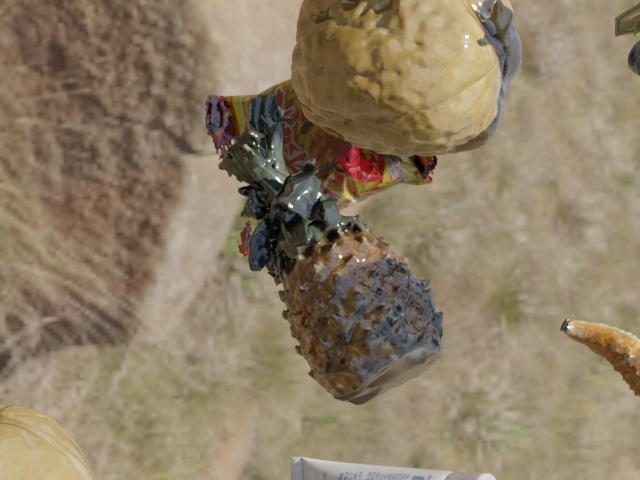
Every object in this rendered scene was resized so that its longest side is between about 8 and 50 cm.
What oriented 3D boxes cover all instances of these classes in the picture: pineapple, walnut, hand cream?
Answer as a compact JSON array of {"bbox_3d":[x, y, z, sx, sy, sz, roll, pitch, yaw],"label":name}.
[{"bbox_3d":[0.000,0.000,1.449,0.310,0.141,0.170,60,-15,18],"label":"pineapple"},{"bbox_3d":[-0.300,0.282,1.359,0.225,0.225,0.261,-18,115,-66],"label":"walnut"},{"bbox_3d":[0.088,-0.199,1.632,0.224,0.257,0.257,-53,134,-39],"label":"walnut"},{"bbox_3d":[0.072,0.299,1.604,0.083,0.248,0.133,20,68,-56],"label":"hand cream"}]

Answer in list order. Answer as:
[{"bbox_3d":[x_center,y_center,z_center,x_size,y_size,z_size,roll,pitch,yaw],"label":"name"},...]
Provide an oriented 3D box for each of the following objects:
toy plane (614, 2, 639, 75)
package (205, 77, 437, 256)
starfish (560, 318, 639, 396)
[{"bbox_3d":[0.371,-0.204,1.490,0.242,0.104,0.256,47,-18,45],"label":"toy plane"},{"bbox_3d":[0.008,-0.120,1.860,0.108,0.288,0.223,32,42,-61],"label":"package"},{"bbox_3d":[0.239,0.228,0.855,0.084,0.301,0.294,-20,127,-70],"label":"starfish"}]
